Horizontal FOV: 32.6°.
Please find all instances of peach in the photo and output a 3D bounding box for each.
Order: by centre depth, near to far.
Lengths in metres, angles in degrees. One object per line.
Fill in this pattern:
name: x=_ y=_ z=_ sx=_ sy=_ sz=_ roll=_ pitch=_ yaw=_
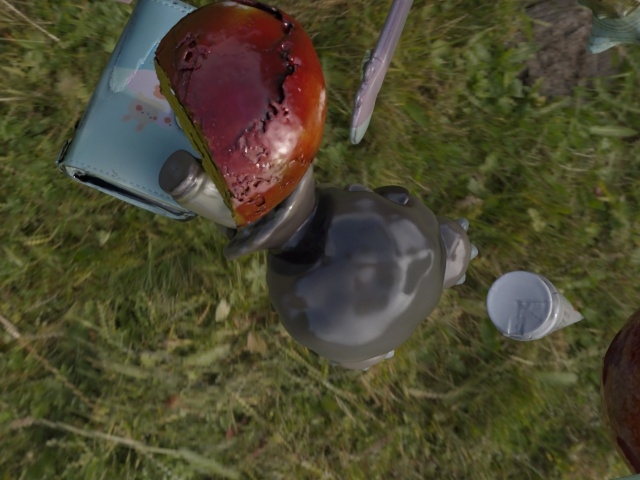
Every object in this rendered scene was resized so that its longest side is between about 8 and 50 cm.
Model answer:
peach: x=-0.058 y=-0.102 z=0.787 sx=0.127 sy=0.092 sz=0.172 roll=0 pitch=54 yaw=-3

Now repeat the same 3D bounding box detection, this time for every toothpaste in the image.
toothpaste: x=0.183 y=0.061 z=0.962 sx=0.089 sy=0.234 sz=0.057 roll=7 pitch=86 yaw=15

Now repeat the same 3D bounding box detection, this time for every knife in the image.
knife: x=0.106 y=-0.326 z=1.682 sx=0.038 sy=0.132 sz=0.399 roll=18 pitch=63 yaw=8

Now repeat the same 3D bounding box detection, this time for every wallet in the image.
wallet: x=-0.181 y=-0.158 z=1.289 sx=0.176 sy=0.075 sz=0.251 roll=22 pitch=68 yaw=-5

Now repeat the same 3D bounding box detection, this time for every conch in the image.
conch: x=0.343 y=-0.258 z=1.185 sx=0.137 sy=0.114 sz=0.234 roll=-53 pitch=139 yaw=8

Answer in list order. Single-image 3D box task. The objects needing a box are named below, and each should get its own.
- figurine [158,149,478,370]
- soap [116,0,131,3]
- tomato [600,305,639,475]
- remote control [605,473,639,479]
figurine: x=-0.001 y=-0.001 z=1.261 sx=0.380 sy=0.203 sz=0.248 roll=36 pitch=101 yaw=-29
soap: x=-0.248 y=-0.398 z=1.234 sx=0.217 sy=0.273 sz=0.098 roll=21 pitch=140 yaw=-9
tomato: x=0.240 y=0.098 z=0.642 sx=0.167 sy=0.167 sz=0.167 roll=-1 pitch=99 yaw=-5
remote control: x=0.182 y=0.207 z=0.420 sx=0.128 sy=0.066 sz=0.335 roll=-20 pitch=123 yaw=36
